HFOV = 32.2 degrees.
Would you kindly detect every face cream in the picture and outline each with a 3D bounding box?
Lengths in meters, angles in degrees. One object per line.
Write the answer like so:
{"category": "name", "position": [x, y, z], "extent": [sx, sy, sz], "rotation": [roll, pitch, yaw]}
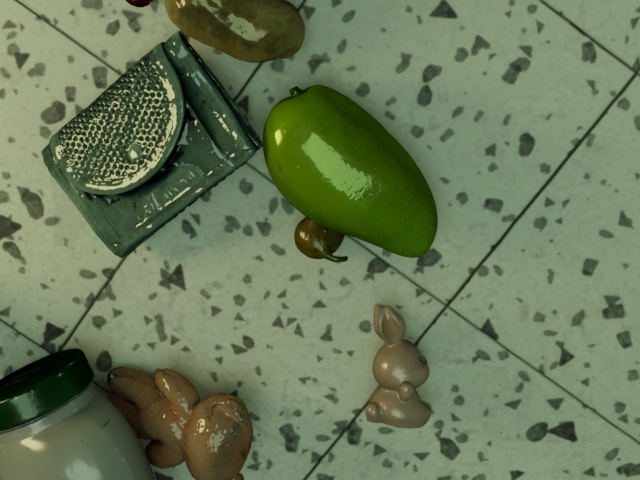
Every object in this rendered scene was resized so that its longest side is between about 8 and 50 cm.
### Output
{"category": "face cream", "position": [-0.430, 0.389, 1.908], "extent": [0.312, 0.219, 0.357], "rotation": [-10, 108, 50]}

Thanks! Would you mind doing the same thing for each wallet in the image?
{"category": "wallet", "position": [-0.287, -0.147, 1.803], "extent": [0.342, 0.075, 0.237], "rotation": [-35, 90, 25]}

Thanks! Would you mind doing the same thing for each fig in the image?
{"category": "fig", "position": [0.000, 0.000, 1.852], "extent": [0.084, 0.098, 0.082], "rotation": [6, 131, -18]}

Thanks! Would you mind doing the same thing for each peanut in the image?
{"category": "peanut", "position": [-0.133, -0.355, 1.744], "extent": [0.224, 0.129, 0.129], "rotation": [25, 107, -12]}

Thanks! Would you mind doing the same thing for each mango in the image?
{"category": "mango", "position": [0.051, -0.099, 1.786], "extent": [0.343, 0.156, 0.192], "rotation": [42, 106, -6]}

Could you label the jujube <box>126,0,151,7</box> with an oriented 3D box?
{"category": "jujube", "position": [-0.273, -0.431, 1.760], "extent": [0.077, 0.077, 0.129], "rotation": [30, 117, -5]}

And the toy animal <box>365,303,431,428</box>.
{"category": "toy animal", "position": [0.141, 0.214, 1.901], "extent": [0.124, 0.124, 0.212], "rotation": [5, 100, 3]}

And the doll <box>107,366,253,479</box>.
{"category": "doll", "position": [-0.239, 0.307, 1.959], "extent": [0.303, 0.156, 0.201], "rotation": [24, 118, 27]}
